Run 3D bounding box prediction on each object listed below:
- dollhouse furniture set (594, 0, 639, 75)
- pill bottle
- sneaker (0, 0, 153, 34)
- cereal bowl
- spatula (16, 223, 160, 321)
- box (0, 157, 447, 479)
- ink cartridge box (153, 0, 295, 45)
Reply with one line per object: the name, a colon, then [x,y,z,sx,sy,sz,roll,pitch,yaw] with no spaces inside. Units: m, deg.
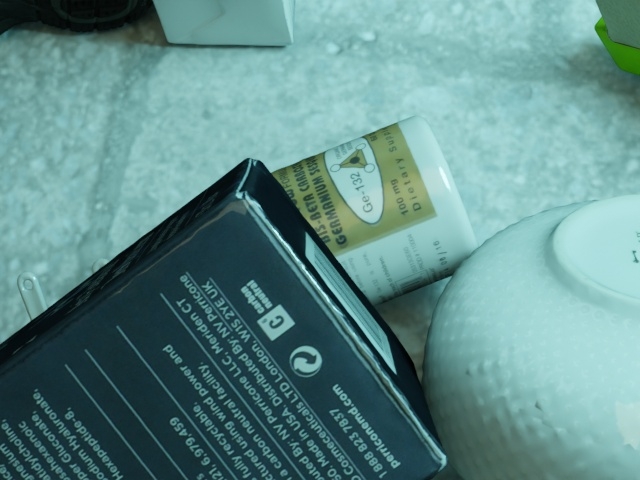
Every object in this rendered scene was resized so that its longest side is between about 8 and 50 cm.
dollhouse furniture set: [0.372,-0.275,1.318,0.198,0.151,0.301,24,69,43]
pill bottle: [0.000,0.000,1.286,0.229,0.131,0.131,-22,70,2]
sneaker: [-0.289,-0.247,1.428,0.286,0.109,0.130,-4,59,-5]
cereal bowl: [0.239,0.064,1.153,0.339,0.141,0.339,-1,30,0]
spatula: [-0.140,0.120,1.249,0.168,0.019,0.242,-18,97,13]
box: [-0.141,0.149,1.088,0.395,0.293,0.212,-37,96,3]
ink cartridge box: [-0.079,-0.370,1.392,0.119,0.207,0.353,0,70,5]
